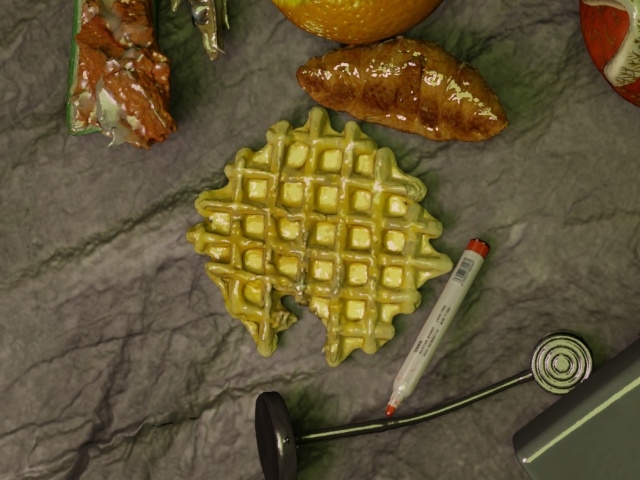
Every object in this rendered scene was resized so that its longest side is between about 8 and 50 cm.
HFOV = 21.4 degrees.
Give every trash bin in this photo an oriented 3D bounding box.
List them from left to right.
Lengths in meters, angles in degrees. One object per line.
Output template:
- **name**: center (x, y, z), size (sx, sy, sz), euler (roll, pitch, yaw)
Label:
- **trash bin**: center (0.336, 0.203, 1.730), size (0.236, 0.101, 0.177), euler (-37, 99, 9)

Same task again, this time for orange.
- **orange**: center (0.065, -0.299, 1.739), size (0.158, 0.179, 0.237), euler (38, 90, -15)

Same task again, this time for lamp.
- **lamp**: center (0.105, 0.182, 1.764), size (0.371, 0.108, 0.130), euler (-9, 88, 7)

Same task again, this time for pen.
- **pen**: center (0.120, 0.092, 1.762), size (0.026, 0.026, 0.218), euler (27, 69, 7)

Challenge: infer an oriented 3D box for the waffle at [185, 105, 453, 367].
- **waffle**: center (0.000, 0.000, 1.807), size (0.250, 0.056, 0.261), euler (-38, 83, 5)

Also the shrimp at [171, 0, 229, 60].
- **shrimp**: center (-0.082, -0.348, 1.810), size (0.168, 0.077, 0.317), euler (3, 87, 5)

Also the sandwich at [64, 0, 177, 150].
- **sandwich**: center (-0.214, -0.189, 1.786), size (0.109, 0.160, 0.185), euler (-2, 98, -12)

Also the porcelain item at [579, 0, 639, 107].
- **porcelain item**: center (0.378, -0.243, 1.671), size (0.253, 0.253, 0.253), euler (0, 90, 7)

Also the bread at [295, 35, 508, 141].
- **bread**: center (0.090, -0.166, 1.779), size (0.233, 0.076, 0.105), euler (13, 132, 12)
